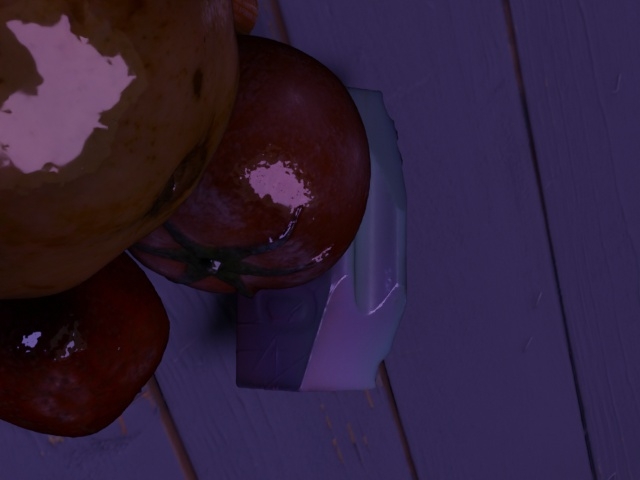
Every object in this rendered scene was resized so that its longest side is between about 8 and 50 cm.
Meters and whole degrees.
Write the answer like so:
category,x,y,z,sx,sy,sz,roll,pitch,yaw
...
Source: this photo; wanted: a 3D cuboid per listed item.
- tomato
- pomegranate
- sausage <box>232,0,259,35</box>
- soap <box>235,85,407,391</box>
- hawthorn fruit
category,x,y,z,sx,sy,sz,roll,pitch,yaw
tomato,-0.078,-0.078,1.696,0.265,0.265,0.265,-21,128,-30
pomegranate,-0.268,-0.162,1.432,0.411,0.411,0.411,-21,128,-30
sausage,-0.158,-0.258,1.669,0.234,0.071,0.071,27,97,-46
soap,0.000,0.000,1.882,0.109,0.193,0.324,4,86,-38
hawthorn fruit,-0.255,0.091,1.716,0.215,0.215,0.249,-53,139,-1
